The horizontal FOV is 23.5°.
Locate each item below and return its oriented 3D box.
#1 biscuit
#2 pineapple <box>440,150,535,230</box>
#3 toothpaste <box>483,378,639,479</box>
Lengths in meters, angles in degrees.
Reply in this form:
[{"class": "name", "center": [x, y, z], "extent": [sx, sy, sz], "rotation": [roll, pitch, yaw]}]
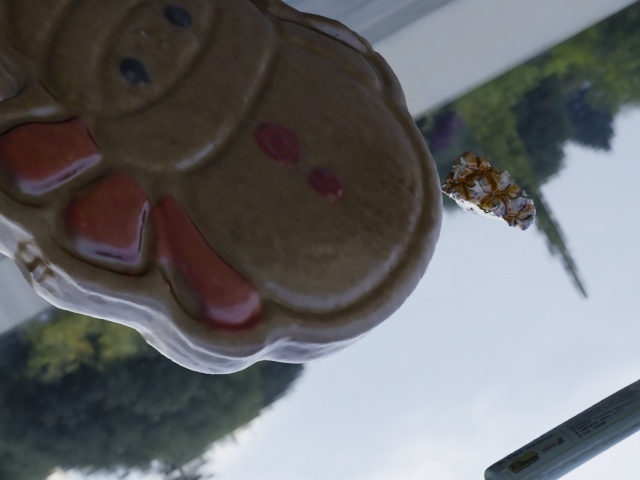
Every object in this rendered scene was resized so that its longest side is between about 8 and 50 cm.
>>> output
[{"class": "biscuit", "center": [-0.090, -0.077, 1.060], "extent": [0.074, 0.381, 0.359], "rotation": [-46, -172, 42]}, {"class": "pineapple", "center": [0.229, -0.058, 2.115], "extent": [0.069, 0.137, 0.116], "rotation": [-55, -174, -9]}, {"class": "toothpaste", "center": [0.226, 0.172, 1.339], "extent": [0.255, 0.037, 0.067], "rotation": [-27, -161, -20]}]
